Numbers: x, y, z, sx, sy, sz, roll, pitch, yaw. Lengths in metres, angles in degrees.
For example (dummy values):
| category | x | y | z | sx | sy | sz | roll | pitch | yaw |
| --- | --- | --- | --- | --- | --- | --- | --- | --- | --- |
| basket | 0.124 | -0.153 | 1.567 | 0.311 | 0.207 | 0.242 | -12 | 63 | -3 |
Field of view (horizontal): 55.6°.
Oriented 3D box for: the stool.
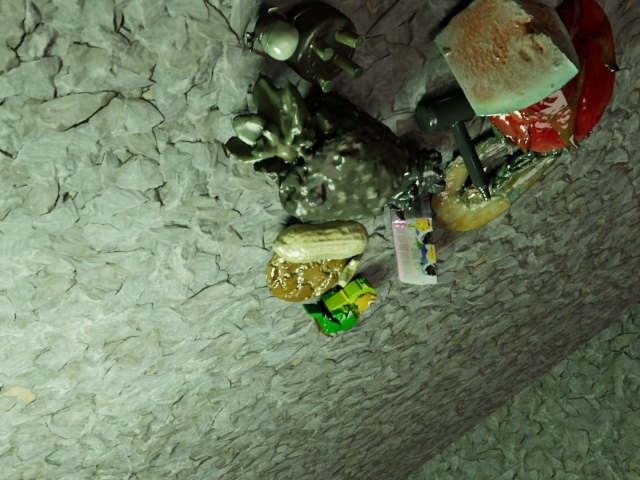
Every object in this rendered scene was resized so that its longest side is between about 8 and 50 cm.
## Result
| category | x | y | z | sx | sy | sz | roll | pitch | yaw |
| --- | --- | --- | --- | --- | --- | --- | --- | --- | --- |
| stool | -0.017 | -0.326 | 1.011 | 0.217 | 0.121 | 0.125 | -2 | 133 | -40 |

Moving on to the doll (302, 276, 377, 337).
| category | x | y | z | sx | sy | sz | roll | pitch | yaw |
| --- | --- | --- | --- | --- | --- | --- | --- | --- | --- |
| doll | 0.059 | 0.168 | 1.576 | 0.186 | 0.106 | 0.134 | -30 | 136 | -5 |

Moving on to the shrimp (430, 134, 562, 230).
| category | x | y | z | sx | sy | sz | roll | pitch | yaw |
| --- | --- | --- | --- | --- | --- | --- | --- | --- | --- |
| shrimp | 0.459 | -0.192 | 1.515 | 0.445 | 0.085 | 0.272 | -38 | 136 | 11 |

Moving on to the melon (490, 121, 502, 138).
| category | x | y | z | sx | sy | sz | roll | pitch | yaw |
| --- | --- | --- | --- | --- | --- | --- | --- | --- | --- |
| melon | 0.453 | -0.284 | 1.390 | 0.131 | 0.098 | 0.098 | -32 | 141 | -2 |

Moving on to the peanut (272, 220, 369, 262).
| category | x | y | z | sx | sy | sz | roll | pitch | yaw |
| --- | --- | --- | --- | --- | --- | --- | --- | --- | --- |
| peanut | 0.000 | 0.000 | 1.341 | 0.215 | 0.098 | 0.090 | -5 | 110 | -14 |

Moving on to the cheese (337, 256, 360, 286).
| category | x | y | z | sx | sy | sz | roll | pitch | yaw |
| --- | --- | --- | --- | --- | --- | --- | --- | --- | --- |
| cheese | 0.072 | 0.078 | 1.533 | 0.083 | 0.030 | 0.044 | -56 | -178 | -6 |

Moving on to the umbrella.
| category | x | y | z | sx | sy | sz | roll | pitch | yaw |
| --- | --- | --- | --- | --- | --- | --- | --- | --- | --- |
| umbrella | 0.110 | -0.109 | 1.306 | 0.337 | 0.128 | 0.154 | -16 | 160 | -15 |

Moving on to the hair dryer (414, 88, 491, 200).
| category | x | y | z | sx | sy | sz | roll | pitch | yaw |
| --- | --- | --- | --- | --- | --- | --- | --- | --- | --- |
| hair dryer | 0.294 | -0.192 | 1.289 | 0.114 | 0.247 | 0.070 | -20 | 179 | -16 |

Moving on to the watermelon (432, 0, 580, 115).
| category | x | y | z | sx | sy | sz | roll | pitch | yaw |
| --- | --- | --- | --- | --- | --- | --- | --- | --- | --- |
| watermelon | 0.354 | -0.365 | 1.145 | 0.213 | 0.261 | 0.201 | -33 | 124 | 27 |

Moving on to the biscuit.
| category | x | y | z | sx | sy | sz | roll | pitch | yaw |
| --- | --- | --- | --- | --- | --- | --- | --- | --- | --- |
| biscuit | -0.030 | 0.068 | 1.464 | 0.226 | 0.042 | 0.225 | -18 | 137 | -17 |

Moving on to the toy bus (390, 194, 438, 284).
| category | x | y | z | sx | sy | sz | roll | pitch | yaw |
| --- | --- | --- | --- | --- | --- | --- | --- | --- | --- |
| toy bus | 0.242 | 0.007 | 1.540 | 0.112 | 0.090 | 0.274 | -7 | 139 | 8 |

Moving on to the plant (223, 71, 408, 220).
| category | x | y | z | sx | sy | sz | roll | pitch | yaw |
| --- | --- | --- | --- | --- | --- | --- | --- | --- | --- |
| plant | -0.014 | -0.161 | 1.105 | 0.312 | 0.213 | 0.215 | 16 | 123 | -43 |

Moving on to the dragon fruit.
| category | x | y | z | sx | sy | sz | roll | pitch | yaw |
| --- | --- | --- | --- | --- | --- | --- | --- | --- | --- |
| dragon fruit | 0.516 | -0.329 | 1.291 | 0.343 | 0.100 | 0.282 | -45 | 107 | 5 |
